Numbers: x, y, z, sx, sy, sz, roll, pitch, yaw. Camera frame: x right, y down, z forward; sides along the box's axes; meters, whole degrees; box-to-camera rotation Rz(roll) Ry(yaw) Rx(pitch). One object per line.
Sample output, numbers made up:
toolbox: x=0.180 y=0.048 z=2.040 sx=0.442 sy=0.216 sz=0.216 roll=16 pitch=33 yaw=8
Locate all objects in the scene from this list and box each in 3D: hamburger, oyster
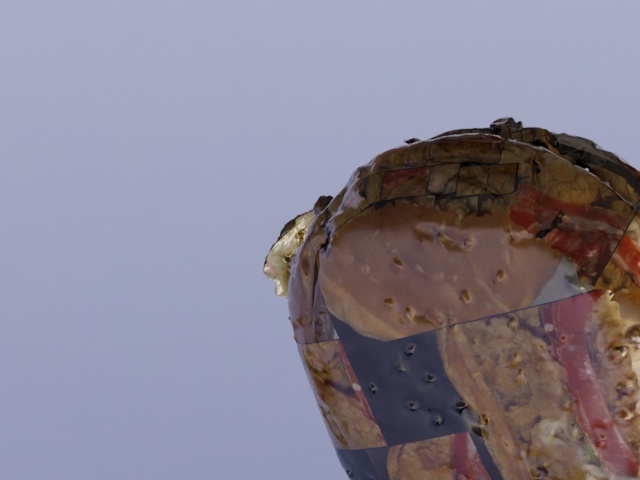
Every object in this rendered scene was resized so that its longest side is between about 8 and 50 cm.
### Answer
hamburger: x=0.093 y=0.051 z=0.863 sx=0.231 sy=0.231 sz=0.107 roll=27 pitch=-141 yaw=18
oyster: x=0.002 y=0.002 z=1.229 sx=0.093 sy=0.051 sz=0.034 roll=-32 pitch=-161 yaw=5
